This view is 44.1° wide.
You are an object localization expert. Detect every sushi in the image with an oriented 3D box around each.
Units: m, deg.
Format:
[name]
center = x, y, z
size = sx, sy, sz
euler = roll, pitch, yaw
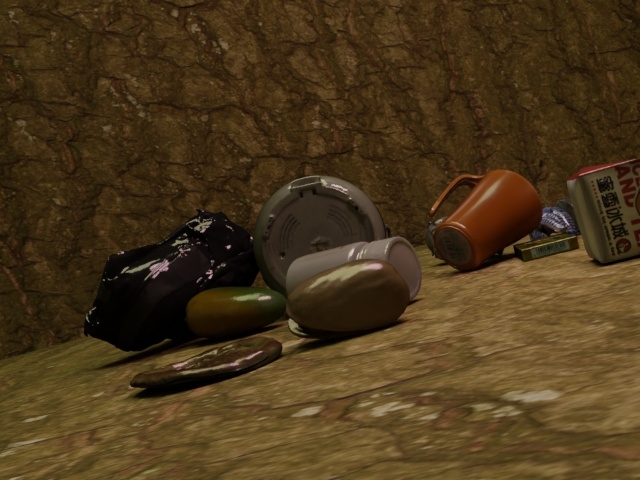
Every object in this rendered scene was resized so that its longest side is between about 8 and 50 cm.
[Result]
[sushi]
center = 0.383, -0.007, 2.142
size = 0.130, 0.124, 0.332
euler = -7, 1, -12

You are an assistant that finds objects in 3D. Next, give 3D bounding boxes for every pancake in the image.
[pancake]
center = -0.177, 0.199, 1.282
size = 0.250, 0.031, 0.250
euler = -14, 0, 0

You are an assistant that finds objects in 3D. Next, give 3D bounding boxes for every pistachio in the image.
[pistachio]
center = 0.043, 0.102, 1.301
size = 0.206, 0.131, 0.129
euler = -20, -44, -7

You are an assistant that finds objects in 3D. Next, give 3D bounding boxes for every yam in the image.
[yam]
center = 0.708, -0.078, 2.029
size = 0.183, 0.107, 0.107
euler = -13, 0, -2

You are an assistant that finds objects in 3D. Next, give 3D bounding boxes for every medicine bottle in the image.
[medicine bottle]
center = 0.064, 0.076, 1.567
size = 0.252, 0.144, 0.145
euler = -17, -1, 40

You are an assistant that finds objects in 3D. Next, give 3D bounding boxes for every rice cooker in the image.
[rice cooker]
center = 0.000, 0.000, 1.944
size = 0.335, 0.335, 0.325
euler = -15, 2, 5

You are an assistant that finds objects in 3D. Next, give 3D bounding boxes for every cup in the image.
[cup]
center = 0.380, -0.057, 1.899
size = 0.264, 0.226, 0.182
euler = -35, -30, -35

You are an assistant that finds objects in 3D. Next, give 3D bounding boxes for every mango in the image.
[mango]
center = -0.190, 0.161, 1.765
size = 0.251, 0.114, 0.156
euler = -3, -1, 34

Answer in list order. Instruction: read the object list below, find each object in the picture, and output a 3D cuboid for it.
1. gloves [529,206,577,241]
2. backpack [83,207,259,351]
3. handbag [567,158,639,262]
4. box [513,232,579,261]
[gloves]
center = 0.578, -0.032, 1.999
size = 0.119, 0.097, 0.229
euler = -45, 7, -2
[backpack]
center = -0.371, 0.112, 1.947
size = 0.446, 0.255, 0.363
euler = -27, -25, -52
[handbag]
center = 0.590, -0.075, 1.347
size = 0.298, 0.171, 0.151
euler = -16, -1, 12
[box]
center = 0.508, 0.014, 1.791
size = 0.122, 0.030, 0.193
euler = -15, 1, 9
